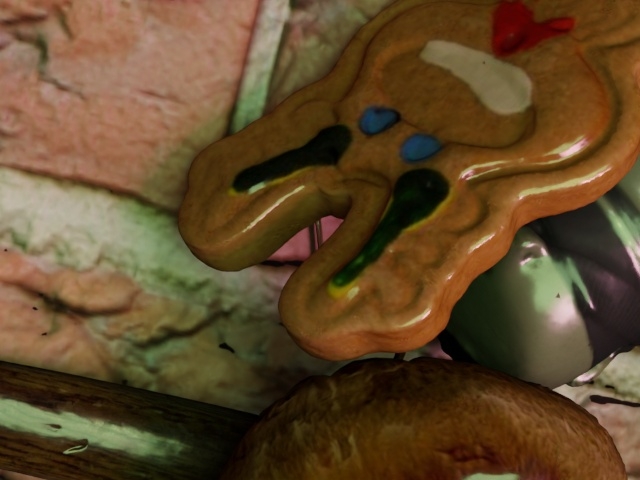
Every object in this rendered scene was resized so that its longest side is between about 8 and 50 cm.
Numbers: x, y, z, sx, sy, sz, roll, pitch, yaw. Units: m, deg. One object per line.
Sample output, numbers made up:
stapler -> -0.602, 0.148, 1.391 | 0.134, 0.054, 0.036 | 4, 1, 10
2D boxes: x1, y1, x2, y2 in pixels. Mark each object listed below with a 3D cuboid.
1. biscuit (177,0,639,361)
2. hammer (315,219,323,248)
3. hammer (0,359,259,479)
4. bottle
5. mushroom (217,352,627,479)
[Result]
biscuit -> 0.078, -0.073, 0.769 | 0.334, 0.202, 0.047 | -37, 141, -14
hammer -> 0.000, 0.000, 0.828 | 0.029, 0.014, 0.123 | -7, 92, -27
hammer -> -0.228, 0.088, 0.726 | 0.408, 0.095, 0.242 | 17, 86, -24
bottle -> 0.219, -0.033, 0.829 | 0.347, 0.168, 0.168 | -32, 101, -11
mushroom -> 0.055, 0.167, 0.749 | 0.253, 0.253, 0.153 | 3, 46, -19
